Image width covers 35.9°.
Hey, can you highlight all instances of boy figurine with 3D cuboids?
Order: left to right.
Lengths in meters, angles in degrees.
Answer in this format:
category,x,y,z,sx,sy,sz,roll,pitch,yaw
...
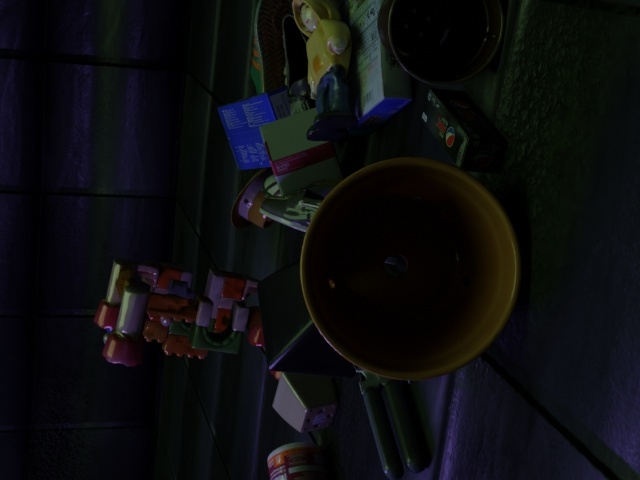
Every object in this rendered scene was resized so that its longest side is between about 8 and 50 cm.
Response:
category,x,y,z,sx,sy,sz,roll,pitch,yaw
boy figurine,0.009,-0.330,1.787,0.177,0.092,0.285,133,131,-67

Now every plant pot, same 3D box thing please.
category,x,y,z,sx,sy,sz,roll,pitch,yaw
plant pot,-0.022,0.328,2.018,0.096,0.109,0.109,55,141,42
plant pot,0.009,0.128,1.825,0.167,0.188,0.187,-50,41,45
plant pot,0.115,0.038,1.378,0.203,0.291,0.290,147,124,-88
plant pot,0.160,-0.313,1.430,0.165,0.167,0.166,-128,43,-74

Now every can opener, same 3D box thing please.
category,x,y,z,sx,sy,sz,roll,pitch,yaw
can opener,0.117,0.280,1.676,0.095,0.076,0.283,63,-170,-50

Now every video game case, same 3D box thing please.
category,x,y,z,sx,sy,sz,roll,pitch,yaw
video game case,0.085,-0.332,1.794,0.269,0.061,0.244,151,117,-69

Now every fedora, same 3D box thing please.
category,x,y,z,sx,sy,sz,roll,pitch,yaw
fedora,-0.126,-0.091,2.343,0.079,0.194,0.194,39,138,18

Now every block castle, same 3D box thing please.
category,x,y,z,sx,sy,sz,roll,pitch,yaw
block castle,-0.263,0.199,2.203,0.303,0.454,0.212,-140,61,-66

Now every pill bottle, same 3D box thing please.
category,x,y,z,sx,sy,sz,roll,pitch,yaw
pill bottle,-0.035,0.531,1.999,0.121,0.121,0.221,113,152,-49

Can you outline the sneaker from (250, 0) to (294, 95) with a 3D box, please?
category,x,y,z,sx,sy,sz,roll,pitch,yaw
sneaker,-0.122,-0.449,2.363,0.121,0.108,0.302,-175,86,-68

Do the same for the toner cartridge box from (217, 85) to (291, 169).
category,x,y,z,sx,sy,sz,roll,pitch,yaw
toner cartridge box,-0.128,-0.254,2.264,0.348,0.075,0.165,6,116,66

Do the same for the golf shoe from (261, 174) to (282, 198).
category,x,y,z,sx,sy,sz,roll,pitch,yaw
golf shoe,-0.043,-0.111,2.151,0.120,0.105,0.273,-66,27,9

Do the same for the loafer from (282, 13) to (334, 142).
category,x,y,z,sx,sy,sz,roll,pitch,yaw
loafer,-0.034,-0.331,2.037,0.109,0.095,0.302,-20,64,24

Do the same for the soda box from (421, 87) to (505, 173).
category,x,y,z,sx,sy,sz,roll,pitch,yaw
soda box,0.203,-0.160,1.422,0.169,0.060,0.053,-113,31,-53

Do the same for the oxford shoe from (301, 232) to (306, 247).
category,x,y,z,sx,sy,sz,roll,pitch,yaw
oxford shoe,0.000,0.000,1.979,0.227,0.096,0.082,142,126,-69

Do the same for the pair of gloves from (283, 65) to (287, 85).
category,x,y,z,sx,sy,sz,roll,pitch,yaw
pair of gloves,-0.033,-0.344,2.191,0.204,0.042,0.240,125,142,-59

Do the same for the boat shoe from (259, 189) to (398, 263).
category,x,y,z,sx,sy,sz,roll,pitch,yaw
boat shoe,0.025,-0.045,1.778,0.335,0.112,0.095,22,94,43

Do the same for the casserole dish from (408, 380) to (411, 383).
category,x,y,z,sx,sy,sz,roll,pitch,yaw
casserole dish,0.155,0.128,1.535,0.114,0.037,0.188,1,-90,-82

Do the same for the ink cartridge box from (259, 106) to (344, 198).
category,x,y,z,sx,sy,sz,roll,pitch,yaw
ink cartridge box,-0.027,-0.142,1.926,0.128,0.127,0.176,-109,0,-49
